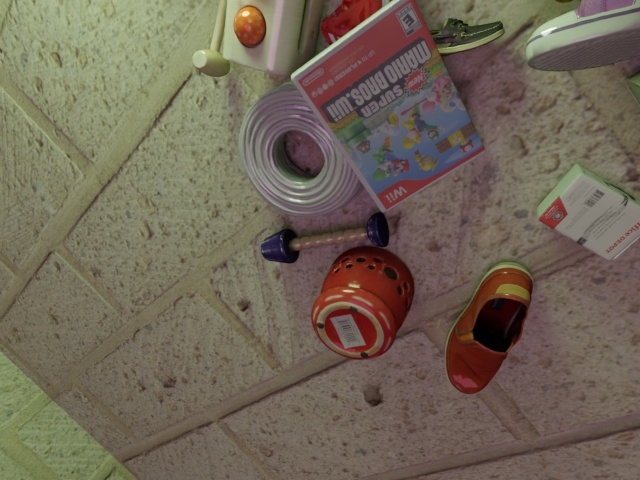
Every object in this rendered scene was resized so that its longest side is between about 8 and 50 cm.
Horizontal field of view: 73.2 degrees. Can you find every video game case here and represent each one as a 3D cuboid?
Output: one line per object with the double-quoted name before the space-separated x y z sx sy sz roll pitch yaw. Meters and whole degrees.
"video game case" 0.116 -0.199 0.689 0.204 0.025 0.285 -31 120 14

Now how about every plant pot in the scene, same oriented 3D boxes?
"plant pot" 0.086 0.132 0.880 0.191 0.174 0.191 8 119 15

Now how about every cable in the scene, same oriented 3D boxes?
"cable" -0.027 -0.164 0.809 0.257 0.089 0.256 -4 116 24

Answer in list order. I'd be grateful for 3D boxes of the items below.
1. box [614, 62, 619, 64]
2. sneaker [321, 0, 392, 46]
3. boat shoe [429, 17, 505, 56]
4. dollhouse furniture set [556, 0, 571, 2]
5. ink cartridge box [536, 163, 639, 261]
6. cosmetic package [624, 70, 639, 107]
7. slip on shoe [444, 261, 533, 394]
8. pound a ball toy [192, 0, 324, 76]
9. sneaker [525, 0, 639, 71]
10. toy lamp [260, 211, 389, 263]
"box" 0.409 -0.354 0.559 0.114 0.036 0.206 -21 108 30
"sneaker" 0.054 -0.378 0.661 0.128 0.087 0.221 3 117 19
"boat shoe" 0.197 -0.312 0.657 0.152 0.056 0.049 -6 120 25
"dollhouse furniture set" 0.282 -0.430 0.398 0.303 0.198 0.286 42 124 -21
"ink cartridge box" 0.445 -0.045 0.703 0.135 0.056 0.099 32 125 3
"cosmetic package" 0.559 -0.222 0.504 0.296 0.153 0.129 -32 100 31
"slip on shoe" 0.328 0.198 0.861 0.123 0.101 0.331 18 124 10
"pound a ball toy" -0.110 -0.398 0.672 0.208 0.136 0.318 23 119 18
"sneaker" 0.364 -0.299 0.478 0.282 0.102 0.160 -15 87 13
"toy lamp" 0.000 0.000 0.896 0.275 0.080 0.080 -11 113 27
